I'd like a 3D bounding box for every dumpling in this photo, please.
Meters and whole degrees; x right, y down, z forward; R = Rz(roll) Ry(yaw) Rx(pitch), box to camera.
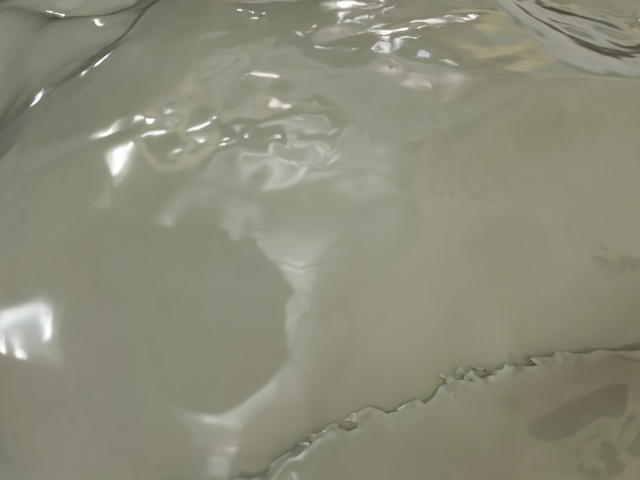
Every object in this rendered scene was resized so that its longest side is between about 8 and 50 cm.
[{"bbox_3d":[0.003,-0.001,0.443,0.260,0.341,0.181,66,-173,29],"label":"dumpling"}]
